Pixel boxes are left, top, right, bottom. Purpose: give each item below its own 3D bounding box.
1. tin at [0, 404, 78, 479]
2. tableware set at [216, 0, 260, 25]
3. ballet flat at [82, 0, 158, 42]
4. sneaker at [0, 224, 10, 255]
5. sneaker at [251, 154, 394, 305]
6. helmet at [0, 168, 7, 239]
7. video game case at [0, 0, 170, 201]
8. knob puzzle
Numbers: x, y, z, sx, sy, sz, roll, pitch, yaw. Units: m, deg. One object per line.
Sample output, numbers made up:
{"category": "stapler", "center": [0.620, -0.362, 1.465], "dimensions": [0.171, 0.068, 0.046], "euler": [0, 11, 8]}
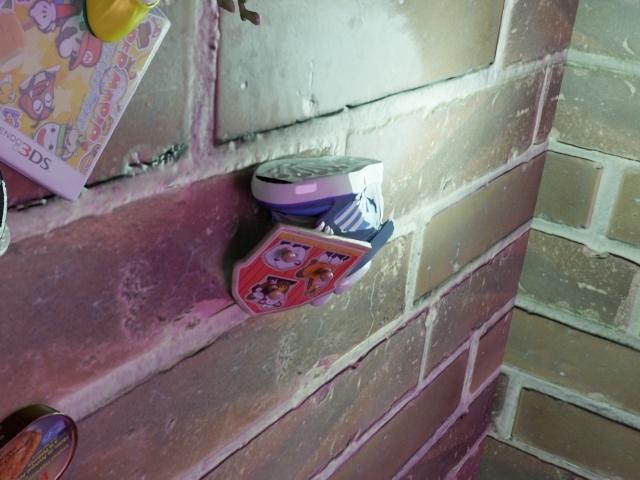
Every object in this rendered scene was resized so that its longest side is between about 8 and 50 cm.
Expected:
{"category": "tin", "center": [-0.346, 0.259, 0.877], "dimensions": [0.189, 0.040, 0.106], "euler": [-42, 137, -41]}
{"category": "tableware set", "center": [-0.112, -0.291, 0.829], "dimensions": [0.039, 0.194, 0.128], "euler": [-14, 115, -14]}
{"category": "ballet flat", "center": [-0.160, -0.297, 0.778], "dimensions": [0.077, 0.077, 0.231], "euler": [42, 60, -58]}
{"category": "sneaker", "center": [-0.344, 0.023, 0.726], "dimensions": [0.058, 0.084, 0.152], "euler": [57, 18, -24]}
{"category": "sneaker", "center": [0.000, 0.000, 1.215], "dimensions": [0.322, 0.130, 0.236], "euler": [-20, 120, -61]}
{"category": "helmet", "center": [-0.328, -0.042, 0.591], "dimensions": [0.161, 0.169, 0.169], "euler": [33, 77, -77]}
{"category": "video game case", "center": [-0.255, -0.177, 0.780], "dimensions": [0.227, 0.026, 0.206], "euler": [-65, 151, -11]}
{"category": "knob puzzle", "center": [-0.044, 0.059, 1.171], "dimensions": [0.213, 0.030, 0.213], "euler": [-14, 145, -10]}
